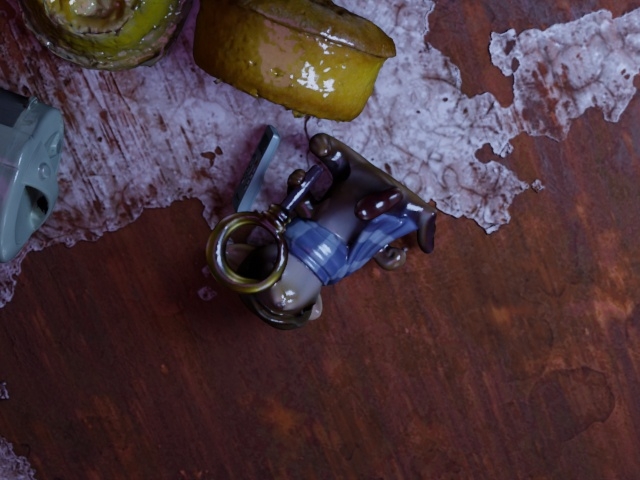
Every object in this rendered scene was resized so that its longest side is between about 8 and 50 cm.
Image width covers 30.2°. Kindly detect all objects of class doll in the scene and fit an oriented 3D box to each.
[{"bbox_3d":[0.001,0.001,1.933,0.340,0.209,0.318,-43,112,9],"label":"doll"}]

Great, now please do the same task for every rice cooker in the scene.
[{"bbox_3d":[-0.557,-0.117,1.906,0.277,0.288,0.288,20,107,-3],"label":"rice cooker"}]

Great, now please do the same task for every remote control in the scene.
[{"bbox_3d":[-0.107,-0.112,1.986,0.029,0.061,0.162,20,108,-22],"label":"remote control"}]

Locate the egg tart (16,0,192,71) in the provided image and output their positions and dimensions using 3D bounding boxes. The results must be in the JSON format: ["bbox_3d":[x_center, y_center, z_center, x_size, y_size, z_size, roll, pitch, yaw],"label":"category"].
[{"bbox_3d":[-0.350,-0.412,1.880,0.315,0.120,0.315,1,108,4],"label":"egg tart"}]

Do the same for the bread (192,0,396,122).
[{"bbox_3d":[-0.057,-0.301,1.863,0.340,0.179,0.194,22,108,-3],"label":"bread"}]
